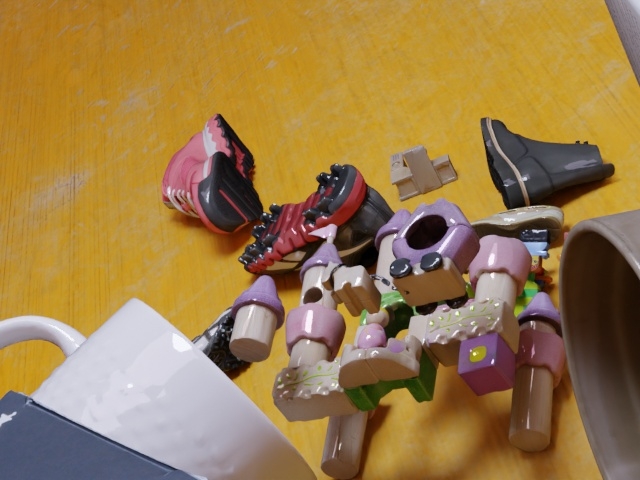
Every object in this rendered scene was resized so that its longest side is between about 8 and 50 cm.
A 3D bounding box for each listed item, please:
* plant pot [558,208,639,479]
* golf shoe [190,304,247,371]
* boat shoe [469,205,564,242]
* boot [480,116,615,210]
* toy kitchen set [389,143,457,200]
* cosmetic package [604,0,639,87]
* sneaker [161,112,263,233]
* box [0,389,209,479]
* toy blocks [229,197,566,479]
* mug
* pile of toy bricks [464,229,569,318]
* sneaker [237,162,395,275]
[{"bbox_3d":[0.389,0.106,1.264,0.280,0.323,0.323,-14,29,-6],"label":"plant pot"},{"bbox_3d":[-0.141,0.136,1.862,0.094,0.077,0.198,6,44,46],"label":"golf shoe"},{"bbox_3d":[0.232,-0.013,1.806,0.135,0.050,0.045,-6,26,30],"label":"boat shoe"},{"bbox_3d":[0.283,-0.108,1.898,0.137,0.077,0.198,-16,35,2],"label":"boot"},{"bbox_3d":[0.131,-0.111,2.016,0.083,0.068,0.075,-21,30,13],"label":"toy kitchen set"},{"bbox_3d":[0.512,-0.214,1.586,0.329,0.327,0.394,-24,31,8],"label":"cosmetic package"},{"bbox_3d":[-0.170,-0.070,2.202,0.136,0.116,0.314,-34,21,12],"label":"sneaker"},{"bbox_3d":[-0.152,0.356,1.206,0.212,0.395,0.293,-43,32,-24],"label":"box"},{"bbox_3d":[0.083,0.048,1.549,0.288,0.309,0.260,-12,44,26],"label":"toy blocks"},{"bbox_3d":[-0.247,0.237,1.533,0.374,0.276,0.328,42,78,14],"label":"mug"},{"bbox_3d":[0.224,0.052,1.675,0.212,0.118,0.105,-1,78,24],"label":"pile of toy bricks"},{"bbox_3d":[0.000,0.000,1.934,0.276,0.135,0.098,-30,32,51],"label":"sneaker"}]
